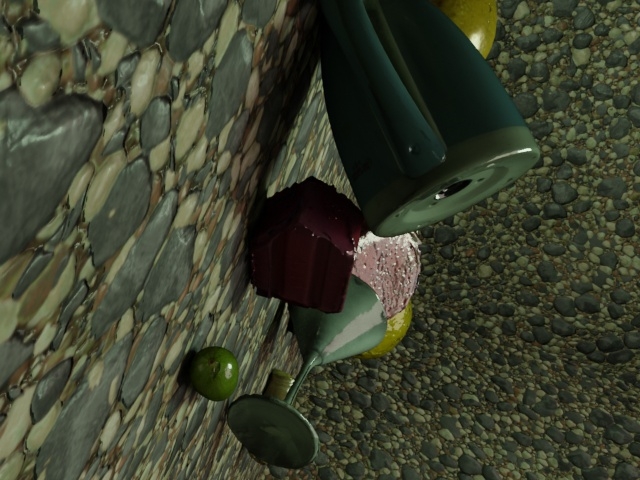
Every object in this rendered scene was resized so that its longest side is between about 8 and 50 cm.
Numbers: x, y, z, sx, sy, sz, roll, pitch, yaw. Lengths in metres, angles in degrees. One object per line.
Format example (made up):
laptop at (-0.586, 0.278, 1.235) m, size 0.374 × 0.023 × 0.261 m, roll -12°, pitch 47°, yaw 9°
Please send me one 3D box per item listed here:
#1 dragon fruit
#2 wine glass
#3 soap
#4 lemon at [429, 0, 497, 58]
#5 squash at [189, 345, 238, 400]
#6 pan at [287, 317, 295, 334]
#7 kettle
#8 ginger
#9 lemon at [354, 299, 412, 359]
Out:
dragon fruit at (0.113, 0.073, 1.936) m, size 0.263 × 0.314 × 0.296 m, roll 14°, pitch -62°, yaw 57°
wine glass at (-0.032, 0.277, 1.505) m, size 0.406 × 0.267 × 0.267 m, roll -55°, pitch 164°, yaw -50°
soap at (-0.021, 0.013, 1.020) m, size 0.250 × 0.162 × 0.099 m, roll 101°, pitch 10°, yaw -61°
lemon at (0.240, -0.452, 1.434) m, size 0.258 × 0.257 × 0.310 m, roll 96°, pitch 2°, yaw -66°
squash at (-0.148, 0.193, 0.952) m, size 0.201 × 0.066 × 0.066 m, roll 111°, pitch 1°, yaw -68°
pan at (-0.052, 0.173, 1.922) m, size 0.235 × 0.028 × 0.136 m, roll 108°, pitch 4°, yaw -45°
kettle at (0.104, -0.211, 0.913) m, size 0.247 × 0.342 × 0.319 m, roll -27°, pitch 168°, yaw 16°
ginger at (-0.132, 0.493, 1.899) m, size 0.109 × 0.116 × 0.263 m, roll -4°, pitch -116°, yaw 51°
lemon at (0.126, 0.212, 2.236) m, size 0.387 × 0.349 × 0.350 m, roll -118°, pitch -135°, yaw -73°
